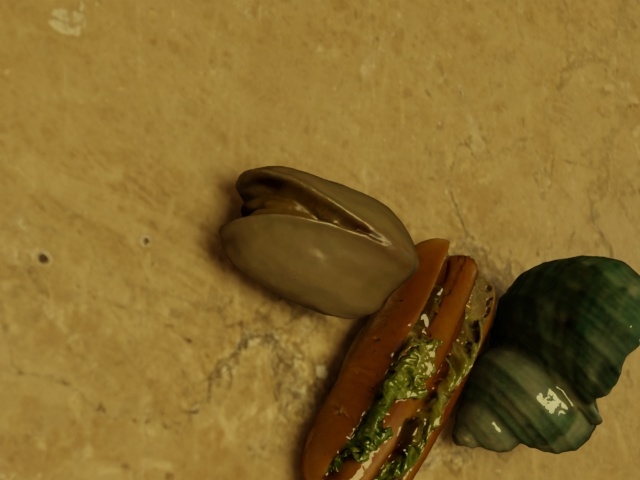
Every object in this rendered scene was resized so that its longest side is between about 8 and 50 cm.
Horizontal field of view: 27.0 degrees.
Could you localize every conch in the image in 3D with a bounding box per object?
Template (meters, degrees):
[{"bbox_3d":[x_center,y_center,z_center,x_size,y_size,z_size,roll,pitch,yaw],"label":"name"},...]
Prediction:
[{"bbox_3d":[0.254,0.133,1.446,0.277,0.220,0.195,-36,110,3],"label":"conch"}]

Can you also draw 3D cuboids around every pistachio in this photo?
[{"bbox_3d":[0.000,0.000,1.302,0.206,0.131,0.129,25,60,-29],"label":"pistachio"}]

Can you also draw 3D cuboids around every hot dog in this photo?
[{"bbox_3d":[0.088,0.146,1.368,0.135,0.100,0.337,47,56,-25],"label":"hot dog"}]
